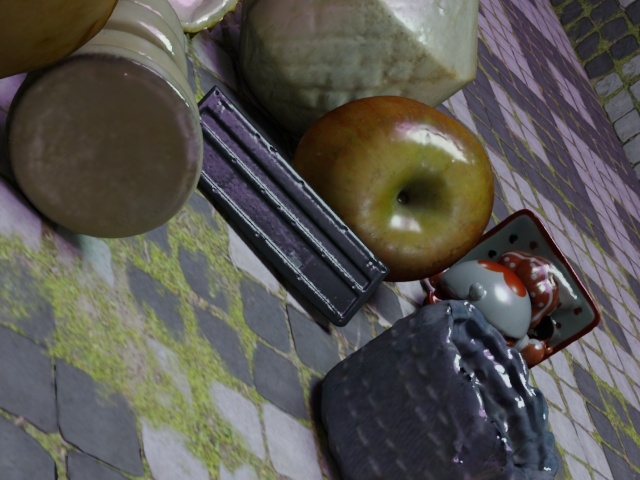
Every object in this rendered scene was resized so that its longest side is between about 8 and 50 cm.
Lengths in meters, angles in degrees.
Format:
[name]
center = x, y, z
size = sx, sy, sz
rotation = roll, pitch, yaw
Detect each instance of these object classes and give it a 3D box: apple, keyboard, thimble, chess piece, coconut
[apple]
center = 0.076, -0.062, 1.595
size = 0.235, 0.210, 0.173
rotation = 40, -1, -25
[keyboard]
center = -0.005, 0.003, 1.474
size = 0.381, 0.041, 0.103
rotation = 44, 65, -7
[thimble]
center = 0.116, 0.182, 1.352
size = 0.205, 0.172, 0.236
rotation = 41, 26, -24
[chess piece]
center = -0.178, -0.141, 1.254
size = 0.167, 0.167, 0.299
rotation = 45, 18, -22
[coconut]
center = 0.065, -0.271, 1.717
size = 0.329, 0.329, 0.329
rotation = 44, 23, -25

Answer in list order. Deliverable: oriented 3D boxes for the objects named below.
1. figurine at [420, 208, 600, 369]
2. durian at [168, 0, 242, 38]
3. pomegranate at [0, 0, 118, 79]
[figurine]
center = 0.211, 0.086, 1.758
size = 0.183, 0.160, 0.226
rotation = 57, 30, 8
[durian]
center = -0.179, -0.325, 1.560
size = 0.138, 0.183, 0.250
rotation = 24, 7, 33
[pomegranate]
center = -0.287, -0.273, 1.027
size = 0.338, 0.338, 0.338
rotation = 44, 23, -25
